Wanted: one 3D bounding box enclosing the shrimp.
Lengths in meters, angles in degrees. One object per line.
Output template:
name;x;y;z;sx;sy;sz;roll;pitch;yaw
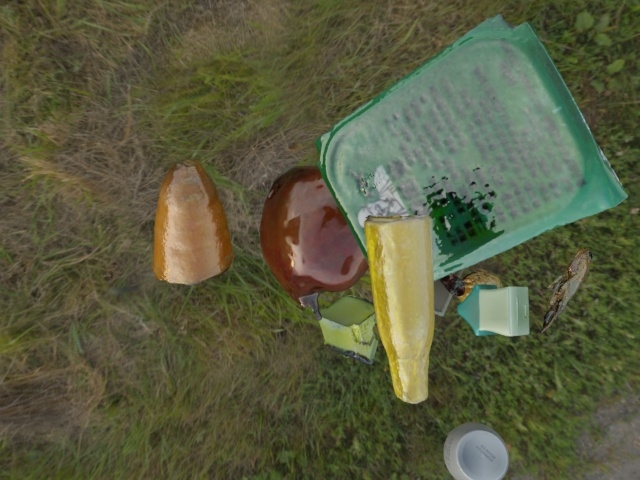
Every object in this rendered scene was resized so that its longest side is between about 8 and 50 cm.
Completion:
shrimp;0.662;0.128;1.466;0.262;0.066;0.117;-51;129;-11

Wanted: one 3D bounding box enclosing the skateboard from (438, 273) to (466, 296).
skateboard;0.344;0.099;1.486;0.151;0.080;0.067;44;88;-15

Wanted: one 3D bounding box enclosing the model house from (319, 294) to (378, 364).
model house;0.123;0.332;1.879;0.170;0.194;0.211;-30;116;-37

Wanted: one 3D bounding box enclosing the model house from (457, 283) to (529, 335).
model house;0.426;0.172;1.313;0.101;0.149;0.126;7;82;-45

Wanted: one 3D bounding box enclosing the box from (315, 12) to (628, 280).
box;0.184;-0.102;0.723;0.337;0.106;0.264;-28;87;34

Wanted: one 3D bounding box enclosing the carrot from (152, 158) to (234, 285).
carrot;-0.251;-0.042;0.997;0.159;0.159;0.224;-4;123;-6

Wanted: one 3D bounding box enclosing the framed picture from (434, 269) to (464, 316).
framed picture;0.343;0.083;1.628;0.189;0.023;0.259;23;95;2

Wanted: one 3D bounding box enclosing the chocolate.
chocolate;0.095;0.078;0.615;0.086;0.085;0.219;-4;94;-6

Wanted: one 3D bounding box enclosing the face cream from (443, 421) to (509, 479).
face cream;0.292;0.401;0.991;0.117;0.104;0.117;-2;70;6

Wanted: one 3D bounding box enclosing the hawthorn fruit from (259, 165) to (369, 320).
hawthorn fruit;0.002;-0.022;1.263;0.309;0.308;0.324;25;112;-11

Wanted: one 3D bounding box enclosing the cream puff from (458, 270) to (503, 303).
cream puff;0.465;0.142;1.561;0.133;0.119;0.104;-31;68;22
